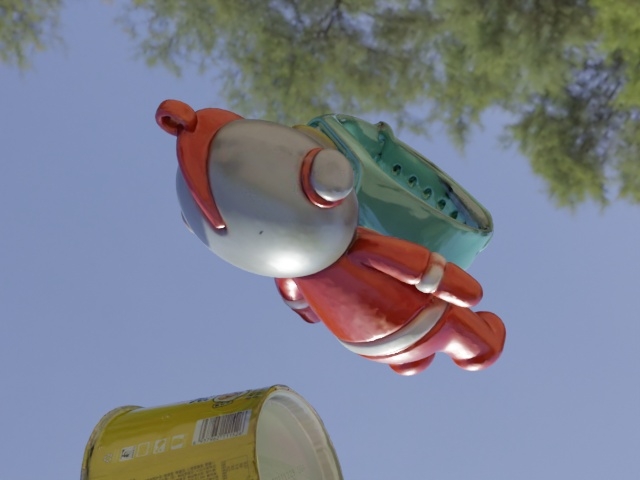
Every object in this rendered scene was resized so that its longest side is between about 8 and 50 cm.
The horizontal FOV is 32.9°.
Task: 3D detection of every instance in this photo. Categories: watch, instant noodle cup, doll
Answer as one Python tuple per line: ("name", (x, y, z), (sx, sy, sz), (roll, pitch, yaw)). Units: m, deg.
("watch", (0.075, -0.058, 1.112), (0.195, 0.068, 0.237), (17, -159, -36))
("instant noodle cup", (-0.101, 0.277, 1.169), (0.264, 0.200, 0.264), (52, -154, -39))
("doll", (0.000, 0.000, 0.834), (0.336, 0.200, 0.105), (39, -121, -29))
